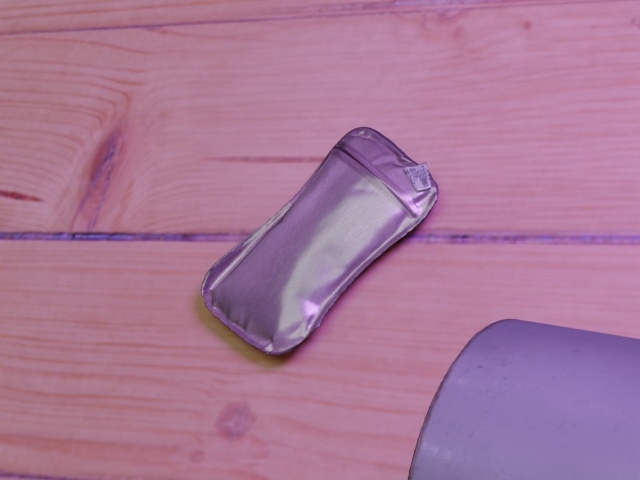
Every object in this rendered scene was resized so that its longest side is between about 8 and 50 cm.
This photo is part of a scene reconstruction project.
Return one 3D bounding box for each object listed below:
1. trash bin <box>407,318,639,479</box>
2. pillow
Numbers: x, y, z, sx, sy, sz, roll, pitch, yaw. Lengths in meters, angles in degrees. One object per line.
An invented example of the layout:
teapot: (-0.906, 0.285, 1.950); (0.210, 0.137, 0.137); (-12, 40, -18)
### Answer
trash bin: (0.298, 0.209, 1.034); (0.432, 0.280, 0.280); (11, 68, 31)
pillow: (0.000, 0.000, 1.415); (0.232, 0.038, 0.131); (-47, 59, -5)
